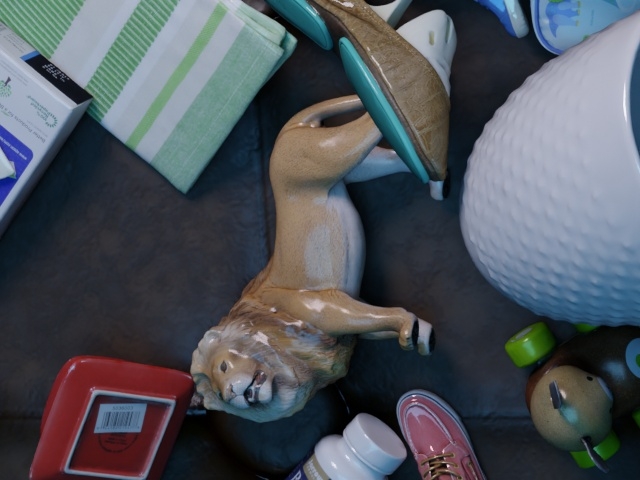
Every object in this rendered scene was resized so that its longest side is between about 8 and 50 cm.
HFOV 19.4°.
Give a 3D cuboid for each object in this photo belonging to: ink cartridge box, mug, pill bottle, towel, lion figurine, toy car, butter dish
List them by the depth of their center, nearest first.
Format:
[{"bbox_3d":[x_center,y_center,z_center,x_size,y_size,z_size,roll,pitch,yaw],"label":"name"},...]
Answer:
[{"bbox_3d":[0.319,-0.019,1.748,0.374,0.276,0.328,49,148,-10],"label":"mug"},{"bbox_3d":[0.268,0.157,1.866,0.149,0.188,0.155,-32,94,17],"label":"toy car"},{"bbox_3d":[-0.205,-0.229,1.928,0.325,0.038,0.248,40,130,0],"label":"towel"},{"bbox_3d":[0.000,0.000,1.936,0.240,0.142,0.392,7,89,18],"label":"lion figurine"},{"bbox_3d":[0.013,0.267,1.994,0.094,0.094,0.169,40,107,2],"label":"pill bottle"},{"bbox_3d":[-0.398,-0.075,2.014,0.165,0.065,0.332,40,113,2],"label":"ink cartridge box"},{"bbox_3d":[-0.240,0.184,2.026,0.160,0.118,0.159,11,109,-34],"label":"butter dish"}]

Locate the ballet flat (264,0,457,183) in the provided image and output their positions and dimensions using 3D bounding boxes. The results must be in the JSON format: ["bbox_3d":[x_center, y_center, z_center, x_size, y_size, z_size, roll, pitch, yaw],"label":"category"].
[{"bbox_3d":[0.054,-0.206,1.832,0.124,0.116,0.342,-34,60,-8],"label":"ballet flat"}]

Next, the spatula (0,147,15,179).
[{"bbox_3d":[-0.448,-0.136,1.967,0.168,0.019,0.242,-29,97,24],"label":"spatula"}]

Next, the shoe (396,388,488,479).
[{"bbox_3d":[0.133,0.243,1.969,0.063,0.081,0.178,-29,95,16],"label":"shoe"}]

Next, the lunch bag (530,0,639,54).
[{"bbox_3d":[0.288,-0.288,1.817,0.176,0.090,0.219,2,103,12],"label":"lunch bag"}]

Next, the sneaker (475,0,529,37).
[{"bbox_3d":[0.143,-0.257,1.871,0.085,0.058,0.152,-29,90,11],"label":"sneaker"}]
